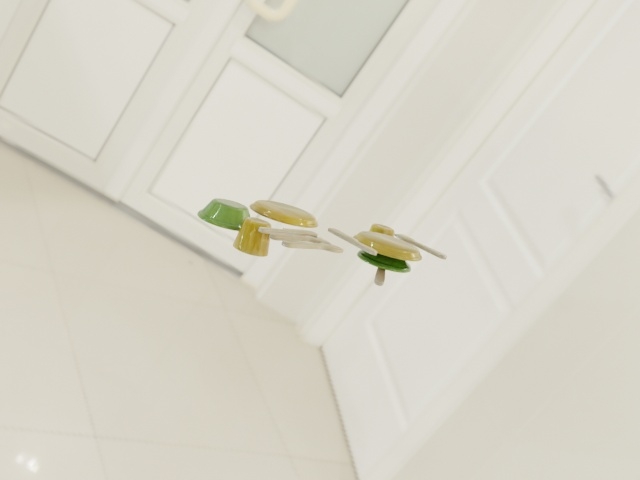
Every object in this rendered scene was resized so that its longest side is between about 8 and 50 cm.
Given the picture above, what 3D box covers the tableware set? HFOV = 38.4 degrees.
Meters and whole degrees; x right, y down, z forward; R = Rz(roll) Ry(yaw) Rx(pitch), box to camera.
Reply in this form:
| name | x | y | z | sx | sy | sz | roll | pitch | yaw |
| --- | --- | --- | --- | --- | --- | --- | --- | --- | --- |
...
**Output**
| name | x | y | z | sx | sy | sz | roll | pitch | yaw |
| --- | --- | --- | --- | --- | --- | --- | --- | --- | --- |
| tableware set | 0.000 | 0.000 | 0.603 | 0.154 | 0.024 | 0.104 | 4 | 18 | -44 |
